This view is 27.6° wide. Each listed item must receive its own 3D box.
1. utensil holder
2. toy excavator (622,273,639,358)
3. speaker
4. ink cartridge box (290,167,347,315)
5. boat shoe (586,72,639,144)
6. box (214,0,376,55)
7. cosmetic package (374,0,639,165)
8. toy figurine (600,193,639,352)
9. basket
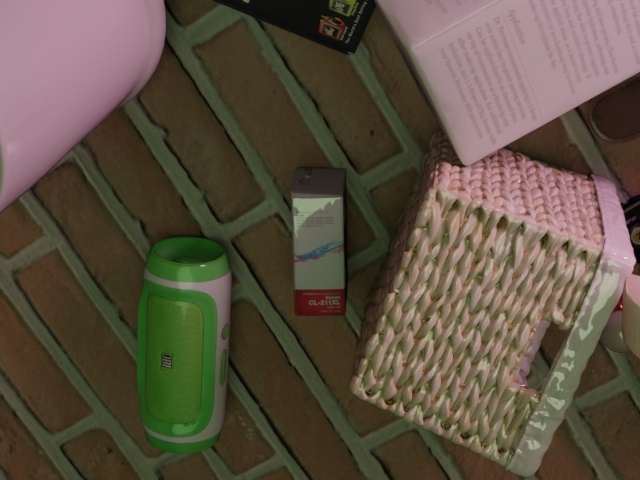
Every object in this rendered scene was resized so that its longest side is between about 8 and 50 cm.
[{"bbox_3d":[-0.413,-0.219,1.557,0.328,0.385,0.327,11,124,17],"label":"utensil holder"},{"bbox_3d":[0.580,-0.013,1.585,0.445,0.433,0.222,-3,127,9],"label":"toy excavator"},{"bbox_3d":[-0.194,0.150,1.865,0.131,0.131,0.296,5,111,3],"label":"speaker"},{"bbox_3d":[0.000,0.000,1.789,0.072,0.127,0.175,0,111,3],"label":"ink cartridge box"},{"bbox_3d":[0.486,-0.217,1.649,0.307,0.104,0.110,-15,108,26],"label":"boat shoe"},{"bbox_3d":[-0.039,-0.425,1.545,0.318,0.097,0.395,23,145,-4],"label":"box"},{"bbox_3d":[0.308,-0.309,1.546,0.453,0.161,0.230,-28,139,4],"label":"cosmetic package"},{"bbox_3d":[0.482,0.056,1.763,0.210,0.148,0.213,11,111,0],"label":"toy figurine"},{"bbox_3d":[0.215,0.066,1.692,0.266,0.331,0.328,20,111,-1],"label":"basket"}]
